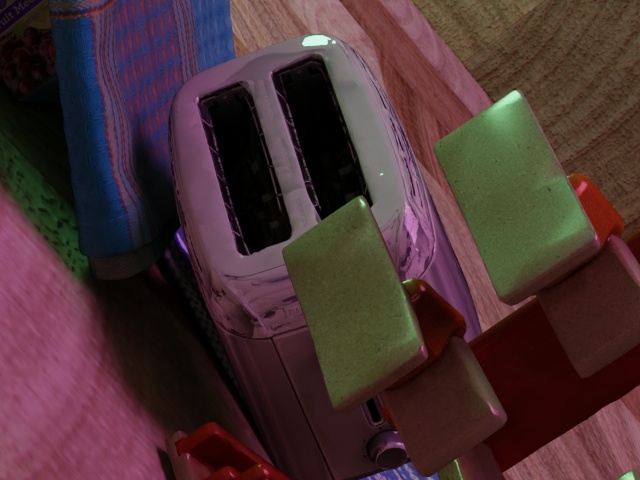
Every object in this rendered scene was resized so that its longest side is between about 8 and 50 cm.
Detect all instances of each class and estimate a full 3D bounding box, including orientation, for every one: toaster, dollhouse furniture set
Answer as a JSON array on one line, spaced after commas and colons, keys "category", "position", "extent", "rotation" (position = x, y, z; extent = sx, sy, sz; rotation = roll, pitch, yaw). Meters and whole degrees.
[{"category": "toaster", "position": [0.000, 0.000, 0.968], "extent": [0.146, 0.129, 0.227], "rotation": [69, 4, -49]}, {"category": "dollhouse furniture set", "position": [0.063, 0.080, 0.825], "extent": [0.262, 0.259, 0.135], "rotation": [42, 19, -42]}]

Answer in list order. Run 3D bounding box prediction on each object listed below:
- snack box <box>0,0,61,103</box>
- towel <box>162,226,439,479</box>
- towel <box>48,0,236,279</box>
[{"category": "snack box", "position": [-0.175, -0.177, 1.107], "extent": [0.207, 0.070, 0.174], "rotation": [56, 12, 6]}, {"category": "towel", "position": [0.035, 0.108, 1.171], "extent": [0.243, 0.040, 0.336], "rotation": [57, 13, 21]}, {"category": "towel", "position": [-0.091, -0.190, 1.008], "extent": [0.271, 0.040, 0.370], "rotation": [-56, 143, -70]}]
